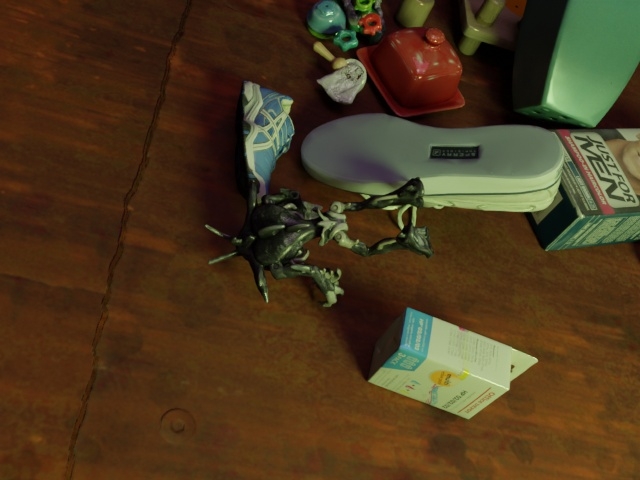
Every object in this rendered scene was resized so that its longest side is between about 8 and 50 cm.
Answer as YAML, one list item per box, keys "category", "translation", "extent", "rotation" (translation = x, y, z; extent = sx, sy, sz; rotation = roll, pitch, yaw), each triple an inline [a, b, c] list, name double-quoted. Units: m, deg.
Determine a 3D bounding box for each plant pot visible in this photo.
- category: "plant pot"
  translation: [0.425, -0.312, 1.208]
  extent: [0.165, 0.165, 0.234]
  rotation: [18, 90, -14]

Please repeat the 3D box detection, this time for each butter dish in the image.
- category: "butter dish"
  translation: [0.168, -0.301, 1.209]
  extent: [0.159, 0.118, 0.160]
  rotation: [-15, 64, -30]

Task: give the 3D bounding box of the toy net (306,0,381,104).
- category: "toy net"
  translation: [0.045, -0.311, 1.201]
  extent: [0.122, 0.045, 0.232]
  rotation: [-4, 64, -4]

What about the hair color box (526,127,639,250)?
- category: "hair color box"
  translation: [0.497, -0.092, 1.206]
  extent: [0.347, 0.105, 0.174]
  rotation: [-5, 60, -25]

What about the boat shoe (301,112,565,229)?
- category: "boat shoe"
  translation: [0.158, -0.089, 1.056]
  extent: [0.366, 0.156, 0.136]
  rotation: [2, 56, 15]

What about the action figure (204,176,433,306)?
- category: "action figure"
  translation: [0.000, 0.000, 0.929]
  extent: [0.275, 0.141, 0.164]
  rotation: [-9, 66, 4]

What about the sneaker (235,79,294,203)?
- category: "sneaker"
  translation: [-0.077, -0.143, 1.026]
  extent: [0.081, 0.080, 0.211]
  rotation: [7, 56, -13]

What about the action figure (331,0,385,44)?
- category: "action figure"
  translation: [0.063, -0.442, 1.303]
  extent: [0.137, 0.063, 0.232]
  rotation: [-7, 64, -30]

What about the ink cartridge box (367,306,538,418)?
- category: "ink cartridge box"
  translation: [0.163, 0.160, 0.898]
  extent: [0.181, 0.104, 0.062]
  rotation: [21, 52, -7]

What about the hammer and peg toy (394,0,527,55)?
- category: "hammer and peg toy"
  translation: [0.329, -0.464, 1.378]
  extent: [0.361, 0.127, 0.266]
  rotation: [13, 54, -13]
